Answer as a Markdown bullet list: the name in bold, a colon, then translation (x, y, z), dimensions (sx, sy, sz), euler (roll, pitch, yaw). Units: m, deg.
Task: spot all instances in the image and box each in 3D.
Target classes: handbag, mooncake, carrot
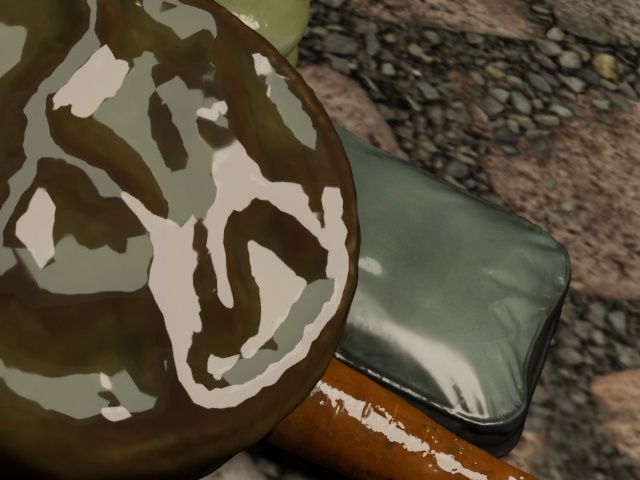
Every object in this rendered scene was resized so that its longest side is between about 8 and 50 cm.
- **handbag**: translation (-0.002, -0.002, 1.028), dimensions (0.332, 0.075, 0.191), euler (28, 46, -1)
- **mooncake**: translation (-0.123, -0.005, 0.849), dimensions (0.284, 0.155, 0.284), euler (6, 70, -19)
- **carrot**: translation (0.073, 0.131, 0.941), dimensions (0.210, 0.061, 0.061), euler (26, 43, -4)

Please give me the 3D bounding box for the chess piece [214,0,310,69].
- **chess piece**: translation (-0.047, -0.227, 1.090), dimensions (0.144, 0.251, 0.144), euler (13, 43, -13)
